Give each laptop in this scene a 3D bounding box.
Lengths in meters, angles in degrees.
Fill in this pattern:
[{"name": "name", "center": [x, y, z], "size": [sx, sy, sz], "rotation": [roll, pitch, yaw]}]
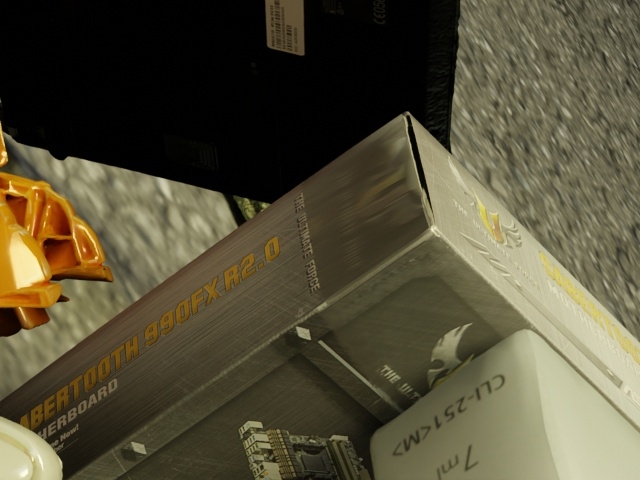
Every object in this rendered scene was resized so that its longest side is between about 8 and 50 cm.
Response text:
[{"name": "laptop", "center": [-0.067, -0.139, 0.663], "size": [0.234, 0.264, 0.136], "rotation": [87, 19, -60]}]

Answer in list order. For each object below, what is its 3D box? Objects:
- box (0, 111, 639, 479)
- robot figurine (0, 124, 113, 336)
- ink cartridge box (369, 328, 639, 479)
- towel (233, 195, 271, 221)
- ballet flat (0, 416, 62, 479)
[{"name": "box", "center": [0.027, 0.094, 0.597], "size": [0.231, 0.183, 0.056], "rotation": [42, 22, -31]}, {"name": "robot figurine", "center": [-0.161, -0.097, 0.549], "size": [0.291, 0.085, 0.211], "rotation": [64, 2, -2]}, {"name": "ink cartridge box", "center": [0.126, 0.184, 0.483], "size": [0.275, 0.060, 0.239], "rotation": [44, 20, -29]}, {"name": "towel", "center": [0.000, 0.000, 0.912], "size": [0.110, 0.027, 0.148], "rotation": [14, 46, -60]}, {"name": "ballet flat", "center": [-0.080, 0.090, 0.425], "size": [0.221, 0.079, 0.077], "rotation": [63, 8, 9]}]
